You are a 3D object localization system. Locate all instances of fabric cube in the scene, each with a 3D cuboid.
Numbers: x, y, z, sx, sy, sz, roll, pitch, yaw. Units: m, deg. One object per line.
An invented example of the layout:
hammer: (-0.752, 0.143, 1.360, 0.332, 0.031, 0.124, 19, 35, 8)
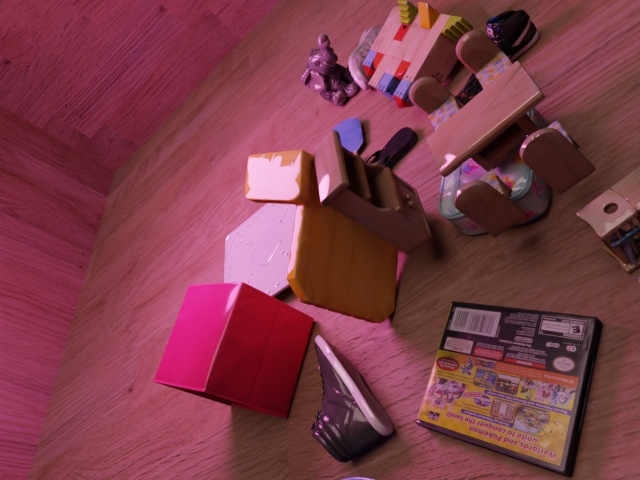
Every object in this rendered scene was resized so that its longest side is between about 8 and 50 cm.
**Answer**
fabric cube: (-0.211, 0.273, 1.290, 0.254, 0.259, 0.257, -9, 58, 45)

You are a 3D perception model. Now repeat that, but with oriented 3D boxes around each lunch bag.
lunch bag: (0.361, -0.152, 1.092, 0.224, 0.108, 0.278, -15, 52, 43)

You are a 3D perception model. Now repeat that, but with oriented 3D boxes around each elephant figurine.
elephant figurine: (0.013, -0.580, 1.731, 0.186, 0.239, 0.169, -38, 39, 24)

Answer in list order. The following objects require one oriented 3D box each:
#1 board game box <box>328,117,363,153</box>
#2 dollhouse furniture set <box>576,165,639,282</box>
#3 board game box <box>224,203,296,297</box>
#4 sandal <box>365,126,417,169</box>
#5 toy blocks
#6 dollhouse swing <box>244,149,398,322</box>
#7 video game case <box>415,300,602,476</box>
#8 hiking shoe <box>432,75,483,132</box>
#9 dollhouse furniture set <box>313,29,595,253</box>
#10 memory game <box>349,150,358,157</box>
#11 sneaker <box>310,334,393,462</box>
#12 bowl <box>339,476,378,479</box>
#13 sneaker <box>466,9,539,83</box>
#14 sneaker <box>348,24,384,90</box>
board game box: (0.082, -0.305, 1.611, 0.133, 0.033, 0.168, -27, 50, 28)
dollhouse furniture set: (0.515, 0.002, 0.769, 0.129, 0.129, 0.183, -42, 36, 18)
board game box: (-0.152, 0.034, 1.591, 0.390, 0.050, 0.389, -36, 39, 25)
sandal: (0.159, -0.215, 1.425, 0.254, 0.055, 0.097, -52, 35, 5)
toy blocks: (0.250, -0.519, 1.489, 0.260, 0.191, 0.381, -60, 34, 14)
dollhouse swing: (0.000, 0.000, 1.202, 0.315, 0.347, 0.304, 7, 79, 52)
video game case: (0.317, 0.236, 0.895, 0.275, 0.035, 0.248, 1, 62, 49)
hiking shoe: (0.361, -0.320, 1.241, 0.227, 0.114, 0.086, -27, 66, -7)
dollhouse furniture set: (0.213, -0.188, 0.981, 0.394, 0.257, 0.361, -41, 37, 30)
memory game: (0.065, -0.175, 1.494, 0.186, 0.012, 0.186, -52, 26, 38)
sneaker: (0.021, 0.333, 1.097, 0.147, 0.105, 0.295, -45, 40, 6)
bowl: (0.068, 0.608, 0.848, 0.391, 0.077, 0.390, -30, 42, 31)
sneaker: (0.421, -0.474, 1.272, 0.217, 0.121, 0.079, -45, 36, 14)
sneaker: (0.174, -0.615, 1.688, 0.115, 0.105, 0.281, -14, 51, 43)
